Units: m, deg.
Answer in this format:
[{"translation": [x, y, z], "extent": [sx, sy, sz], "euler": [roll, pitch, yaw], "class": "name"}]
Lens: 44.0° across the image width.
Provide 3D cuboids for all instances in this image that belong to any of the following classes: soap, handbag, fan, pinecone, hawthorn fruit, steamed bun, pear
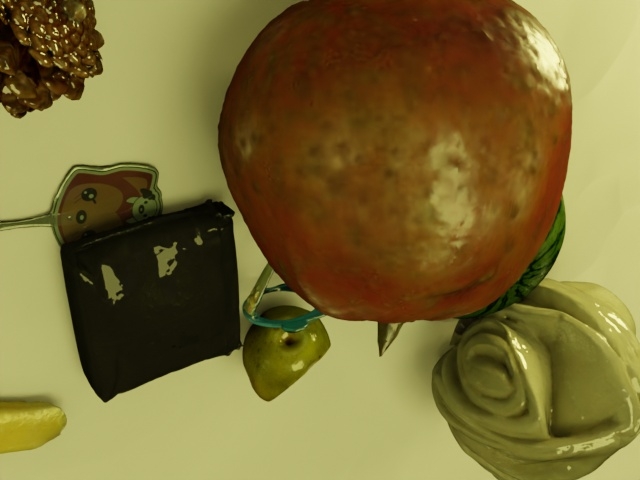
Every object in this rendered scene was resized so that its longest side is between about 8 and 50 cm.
[{"translation": [-0.414, 0.242, 1.011], "extent": [0.168, 0.033, 0.089], "euler": [7, 117, -37], "class": "soap"}, {"translation": [-0.202, 0.082, 1.014], "extent": [0.223, 0.080, 0.247], "euler": [-18, 130, -25], "class": "handbag"}, {"translation": [-0.290, -0.028, 0.933], "extent": [0.220, 0.009, 0.132], "euler": [-9, 123, -30], "class": "fan"}, {"translation": [-0.288, -0.189, 0.737], "extent": [0.173, 0.173, 0.174], "euler": [-17, 127, -24], "class": "pinecone"}, {"translation": [0.079, -0.070, 0.880], "extent": [0.402, 0.403, 0.403], "euler": [-17, 127, -24], "class": "hawthorn fruit"}, {"translation": [0.342, 0.225, 1.321], "extent": [0.255, 0.342, 0.368], "euler": [29, 114, -29], "class": "steamed bun"}, {"translation": [-0.059, 0.151, 1.134], "extent": [0.141, 0.104, 0.141], "euler": [-43, 176, -4], "class": "pear"}]

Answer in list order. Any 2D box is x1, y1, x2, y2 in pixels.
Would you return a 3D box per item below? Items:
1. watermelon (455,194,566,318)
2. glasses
[{"translation": [0.259, -0.012, 1.204], "extent": [0.330, 0.189, 0.331], "euler": [-22, 134, -25], "class": "watermelon"}, {"translation": [-0.014, 0.003, 1.097], "extent": [0.239, 0.102, 0.207], "euler": [-19, 91, -23], "class": "glasses"}]
